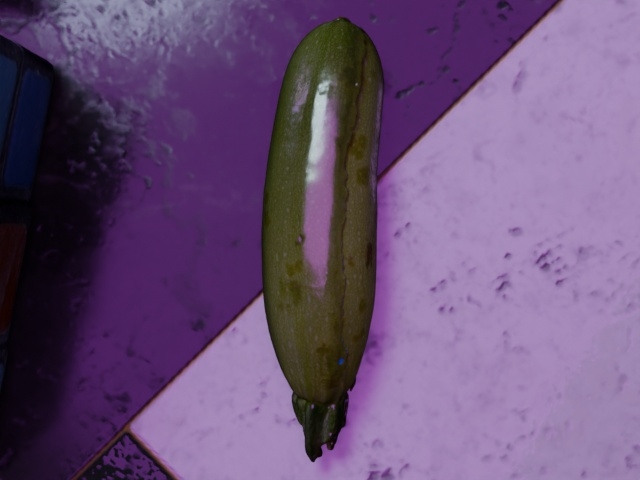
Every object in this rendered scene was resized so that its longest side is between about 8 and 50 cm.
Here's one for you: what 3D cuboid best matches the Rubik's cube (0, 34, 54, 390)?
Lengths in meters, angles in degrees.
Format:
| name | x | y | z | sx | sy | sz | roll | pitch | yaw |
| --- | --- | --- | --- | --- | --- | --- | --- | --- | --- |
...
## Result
| name | x | y | z | sx | sy | sz | roll | pitch | yaw |
| --- | --- | --- | --- | --- | --- | --- | --- | --- | --- |
| Rubik's cube | -0.405 | -0.004 | 0.832 | 0.362 | 0.363 | 0.358 | 10 | 88 | 0 |

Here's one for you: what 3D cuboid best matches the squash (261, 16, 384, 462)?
| name | x | y | z | sx | sy | sz | roll | pitch | yaw |
| --- | --- | --- | --- | --- | --- | --- | --- | --- | --- |
| squash | 0.000 | 0.000 | 0.954 | 0.095 | 0.094 | 0.340 | 4 | 91 | 1 |
